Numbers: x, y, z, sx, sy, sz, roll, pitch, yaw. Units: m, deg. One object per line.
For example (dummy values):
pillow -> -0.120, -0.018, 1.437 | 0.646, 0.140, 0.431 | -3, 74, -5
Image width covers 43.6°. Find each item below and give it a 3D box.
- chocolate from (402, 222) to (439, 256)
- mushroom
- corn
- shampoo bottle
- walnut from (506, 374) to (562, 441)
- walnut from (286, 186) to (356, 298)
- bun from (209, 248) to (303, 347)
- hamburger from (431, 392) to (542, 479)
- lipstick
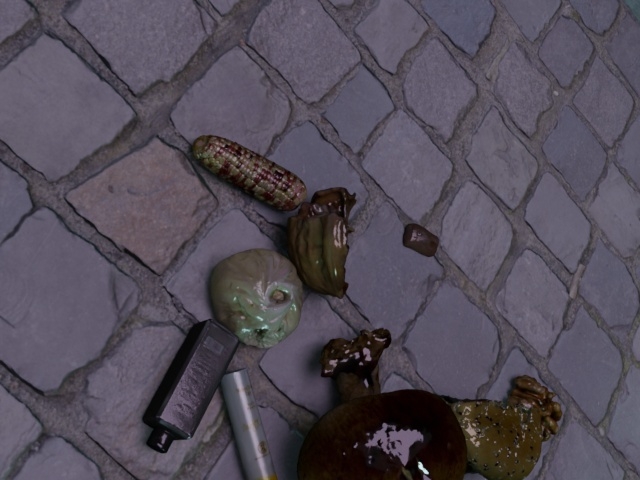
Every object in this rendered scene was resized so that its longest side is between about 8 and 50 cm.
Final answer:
chocolate -> 0.243, 0.000, 1.880 | 0.101, 0.031, 0.064 | 28, 67, -27
mushroom -> 0.090, 0.401, 1.572 | 0.331, 0.356, 0.334 | -20, 127, -39
corn -> -0.142, -0.140, 1.621 | 0.253, 0.086, 0.086 | 29, 62, -24
shampoo bottle -> -0.239, 0.265, 1.445 | 0.080, 0.079, 0.246 | 37, 59, -19
walnut -> 0.526, 0.410, 1.939 | 0.170, 0.069, 0.142 | 42, 56, -21
walnut -> 0.000, 0.009, 1.633 | 0.238, 0.142, 0.203 | -76, 167, -66
bun -> -0.114, 0.111, 1.546 | 0.179, 0.128, 0.193 | -3, 81, -36
hamburger -> 0.348, 0.432, 1.747 | 0.288, 0.168, 0.192 | 14, 67, -31
lipstick -> -0.131, 0.371, 1.503 | 0.059, 0.059, 0.263 | -13, 85, -36
